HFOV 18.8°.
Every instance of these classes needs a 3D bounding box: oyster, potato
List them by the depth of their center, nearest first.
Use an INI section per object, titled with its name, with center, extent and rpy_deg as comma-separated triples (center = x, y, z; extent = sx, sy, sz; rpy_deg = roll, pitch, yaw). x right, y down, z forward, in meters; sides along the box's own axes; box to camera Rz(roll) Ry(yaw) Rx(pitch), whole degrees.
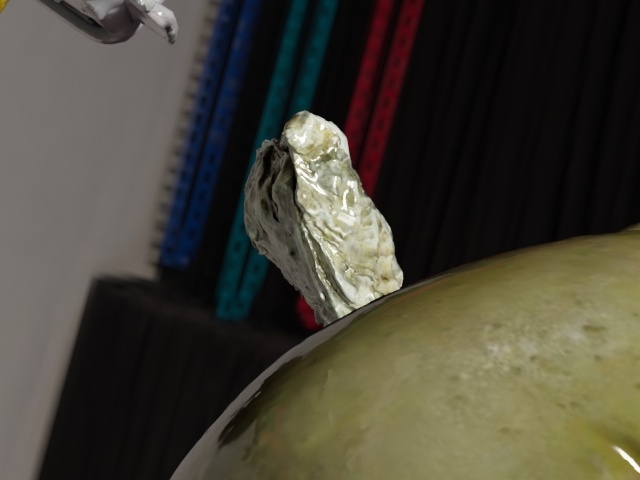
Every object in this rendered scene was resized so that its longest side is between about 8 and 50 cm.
[potato]
center = 0.096, 0.121, 0.608
extent = 0.326, 0.221, 0.243
rpy_deg = -14, 59, -40
[oyster]
center = 0.000, 0.000, 1.089
extent = 0.125, 0.064, 0.177
rpy_deg = 49, -15, 6

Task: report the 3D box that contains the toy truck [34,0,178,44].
[toy truck]
center = -0.016, -0.240, 0.723
extent = 0.176, 0.363, 0.178
rpy_deg = 38, -12, 5

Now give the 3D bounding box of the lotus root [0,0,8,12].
[lotus root]
center = -0.284, -0.177, 0.981
extent = 0.275, 0.160, 0.152
rpy_deg = 21, 13, -24
